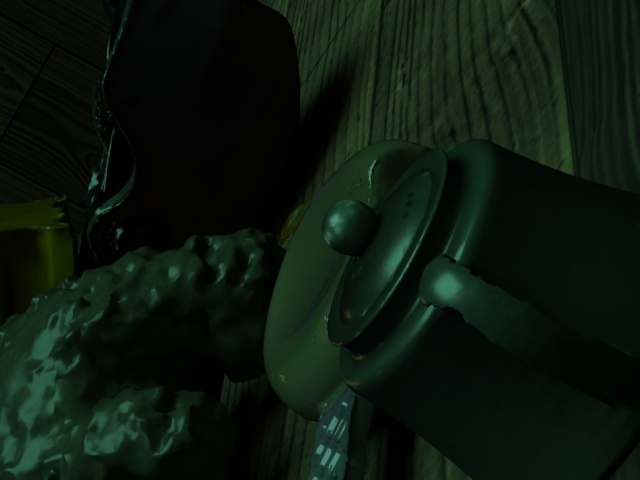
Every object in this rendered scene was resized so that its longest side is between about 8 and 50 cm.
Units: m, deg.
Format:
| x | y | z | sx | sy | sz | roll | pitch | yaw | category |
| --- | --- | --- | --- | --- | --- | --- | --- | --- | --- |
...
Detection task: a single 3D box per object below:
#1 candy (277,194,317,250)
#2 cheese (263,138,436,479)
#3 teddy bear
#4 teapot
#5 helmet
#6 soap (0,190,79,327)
| x | y | z | sx | sy | sz | roll | pitch | yaw | category |
| --- | --- | --- | --- | --- | --- | --- | --- | --- | --- |
| 0.000 | 0.000 | 1.347 | 0.062 | 0.038 | 0.122 | -66 | 14 | -19 | candy |
| 0.023 | 0.062 | 1.050 | 0.163 | 0.082 | 0.286 | -53 | 18 | 35 | cheese |
| -0.158 | 0.200 | 1.285 | 0.357 | 0.224 | 0.367 | -45 | 35 | 46 | teddy bear |
| 0.069 | 0.023 | 0.793 | 0.162 | 0.149 | 0.239 | -59 | 13 | 4 | teapot |
| -0.122 | -0.098 | 1.660 | 0.271 | 0.197 | 0.338 | -103 | 18 | -57 | helmet |
| -0.280 | 0.125 | 1.709 | 0.204 | 0.096 | 0.324 | -141 | 49 | -76 | soap |
